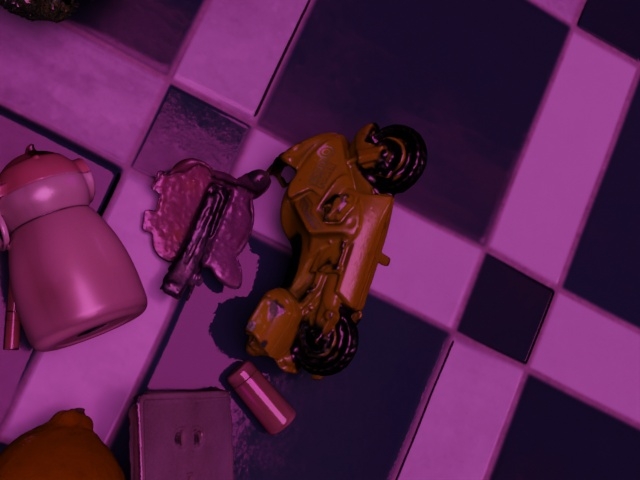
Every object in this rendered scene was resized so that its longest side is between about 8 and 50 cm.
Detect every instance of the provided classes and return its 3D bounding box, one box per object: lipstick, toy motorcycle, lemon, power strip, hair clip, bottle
[{"bbox_3d":[-0.373,0.086,1.442,0.019,0.019,0.094,5,82,-19],"label":"lipstick"},{"bbox_3d":[-0.001,-0.001,1.508,0.142,0.206,0.342,23,85,-50],"label":"toy motorcycle"},{"bbox_3d":[-0.308,0.314,1.357,0.184,0.184,0.248,10,80,-18],"label":"lemon"},{"bbox_3d":[-0.180,0.286,1.441,0.198,0.065,0.213,12,75,-62],"label":"power strip"},{"bbox_3d":[-0.155,-0.015,1.497,0.146,0.056,0.187,18,85,6],"label":"hair clip"},{"bbox_3d":[-0.313,0.001,1.413,0.148,0.147,0.236,-20,83,-21],"label":"bottle"},{"bbox_3d":[-0.077,0.201,1.523,0.045,0.045,0.096,-42,96,-19],"label":"bottle"}]

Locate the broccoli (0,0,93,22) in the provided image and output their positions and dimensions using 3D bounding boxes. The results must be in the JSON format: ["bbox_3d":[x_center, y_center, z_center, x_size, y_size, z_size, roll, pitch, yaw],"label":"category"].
[{"bbox_3d":[-0.328,-0.412,1.392,0.308,0.275,0.307,16,53,-23],"label":"broccoli"}]
